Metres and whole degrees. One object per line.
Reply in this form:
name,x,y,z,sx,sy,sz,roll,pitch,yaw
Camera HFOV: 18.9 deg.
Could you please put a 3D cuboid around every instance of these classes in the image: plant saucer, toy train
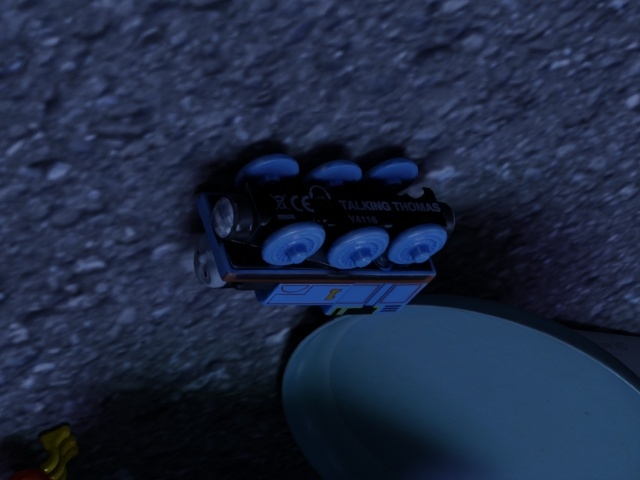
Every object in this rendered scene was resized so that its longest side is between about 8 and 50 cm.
plant saucer,0.126,0.142,1.423,0.318,0.043,0.317,15,141,12
toy train,0.000,0.000,1.255,0.184,0.080,0.105,0,145,-35

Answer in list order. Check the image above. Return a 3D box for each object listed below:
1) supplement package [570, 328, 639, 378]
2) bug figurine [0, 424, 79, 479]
supplement package,0.249,0.208,1.556,0.139,0.244,0.134,8,135,-49
bug figurine,-0.299,0.200,1.329,0.279,0.072,0.216,-23,147,-4
